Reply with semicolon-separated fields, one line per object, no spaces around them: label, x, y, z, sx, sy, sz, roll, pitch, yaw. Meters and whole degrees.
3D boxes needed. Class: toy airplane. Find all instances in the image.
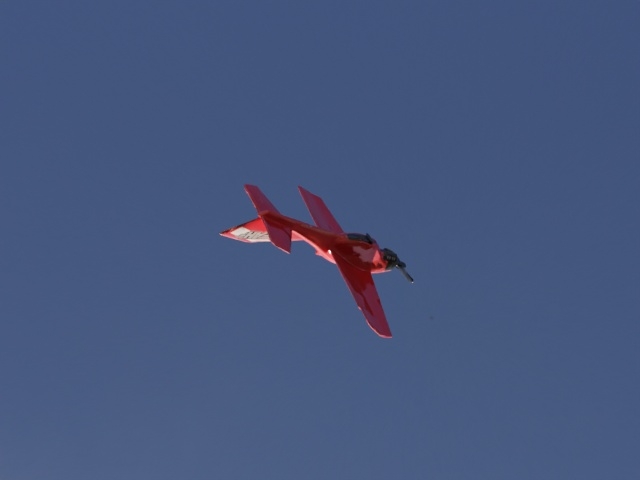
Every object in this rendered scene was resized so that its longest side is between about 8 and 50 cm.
toy airplane;0.000;0.000;1.216;0.151;0.151;0.028;37;-64;4
